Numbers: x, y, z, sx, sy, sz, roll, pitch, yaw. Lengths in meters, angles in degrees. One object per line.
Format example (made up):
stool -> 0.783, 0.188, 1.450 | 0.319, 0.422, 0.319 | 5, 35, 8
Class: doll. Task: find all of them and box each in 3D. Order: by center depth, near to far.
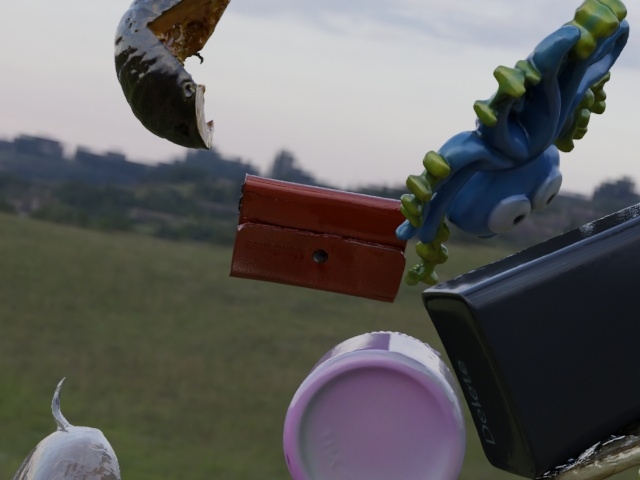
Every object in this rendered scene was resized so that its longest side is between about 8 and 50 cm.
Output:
doll -> 0.226, -0.108, 1.793 | 0.099, 0.346, 0.341 | 44, -29, 17

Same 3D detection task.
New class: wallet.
wallet -> 0.000, 0.000, 1.955 | 0.204, 0.142, 0.045 | 10, 35, -3

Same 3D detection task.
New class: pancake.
pancake -> 0.249, 0.169, 1.379 | 0.158, 0.028, 0.158 | -27, 3, 2

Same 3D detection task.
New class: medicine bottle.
medicine bottle -> 0.060, 0.187, 1.719 | 0.178, 0.178, 0.291 | 11, 2, 3

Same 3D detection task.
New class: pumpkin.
pumpkin -> -0.149, -0.180, 1.624 | 0.108, 0.183, 0.119 | 3, -21, 4

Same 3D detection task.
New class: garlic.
garlic -> -0.264, 0.251, 1.692 | 0.148, 0.266, 0.128 | 15, -37, 16

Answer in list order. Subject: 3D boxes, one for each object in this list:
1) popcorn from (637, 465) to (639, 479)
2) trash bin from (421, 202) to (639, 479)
popcorn -> 0.527, 0.304, 2.150 | 0.217, 0.181, 0.235 | -34, -8, 22
trash bin -> 0.226, 0.073, 1.396 | 0.226, 0.165, 0.115 | -24, 5, -16
